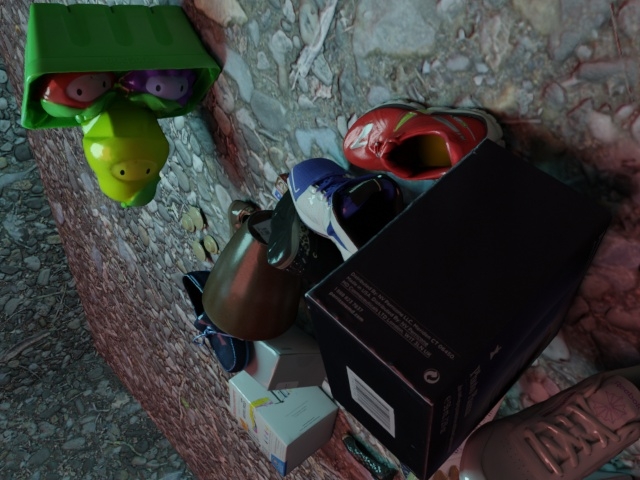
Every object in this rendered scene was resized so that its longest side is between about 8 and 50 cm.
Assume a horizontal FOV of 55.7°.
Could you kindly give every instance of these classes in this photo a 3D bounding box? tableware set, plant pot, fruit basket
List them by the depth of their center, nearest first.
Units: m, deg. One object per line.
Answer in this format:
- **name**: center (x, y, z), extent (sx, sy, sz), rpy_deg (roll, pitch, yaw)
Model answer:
- **fruit basket**: center (-0.402, -0.263, 1.230), extent (0.392, 0.392, 0.283), rpy_deg (61, 148, -1)
- **plant pot**: center (-0.123, 0.056, 1.263), extent (0.215, 0.215, 0.230), rpy_deg (45, 137, 23)
- **tableware set**: center (-0.332, -0.018, 1.655), extent (0.141, 0.020, 0.169), rpy_deg (-10, 105, 55)

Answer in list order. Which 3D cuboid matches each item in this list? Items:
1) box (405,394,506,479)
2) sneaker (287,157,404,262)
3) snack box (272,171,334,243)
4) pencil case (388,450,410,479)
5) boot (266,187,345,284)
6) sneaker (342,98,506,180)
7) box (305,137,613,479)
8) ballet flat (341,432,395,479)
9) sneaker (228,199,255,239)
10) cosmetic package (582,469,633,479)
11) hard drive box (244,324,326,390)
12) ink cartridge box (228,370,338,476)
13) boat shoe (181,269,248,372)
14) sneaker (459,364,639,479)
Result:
- **box**: center (0.200, 0.331, 0.951), extent (0.063, 0.067, 0.324), rpy_deg (27, 97, 6)
- **sneaker**: center (0.056, -0.051, 0.917), extent (0.182, 0.127, 0.316), rpy_deg (85, 159, -50)
- **snack box**: center (-0.030, -0.052, 1.201), extent (0.178, 0.022, 0.064), rpy_deg (50, 148, 16)
- **pencil case**: center (0.154, 0.282, 1.077), extent (0.410, 0.159, 0.183), rpy_deg (62, 158, -2)
- **boot**: center (-0.001, 0.002, 1.103), extent (0.178, 0.236, 0.085), rpy_deg (36, 125, -22)
- **sneaker**: center (0.114, -0.135, 0.842), extent (0.279, 0.118, 0.107), rpy_deg (8, 120, 51)
- **box**: center (0.162, 0.093, 0.733), extent (0.182, 0.294, 0.296), rpy_deg (38, 158, 28)
- **ballet flat**: center (0.113, 0.516, 1.446), extent (0.173, 0.049, 0.057), rpy_deg (34, 172, 41)
- **sneaker**: center (-0.167, 0.000, 1.394), extent (0.071, 0.066, 0.188), rpy_deg (22, 132, 44)
- **cosmetic package**: center (0.338, 0.531, 0.870), extent (0.217, 0.156, 0.385), rpy_deg (-20, 69, 58)
- **hard drive box**: center (-0.116, 0.242, 1.393), extent (0.232, 0.181, 0.089), rpy_deg (29, 102, 41)
- **ink cartridge box**: center (-0.100, 0.432, 1.545), extent (0.232, 0.168, 0.171), rpy_deg (41, 144, 30)
- **boat shoe**: center (-0.245, 0.181, 1.334), extent (0.109, 0.089, 0.258), rpy_deg (-51, 55, 24)
- **sneaker**: center (0.289, 0.221, 0.719), extent (0.114, 0.305, 0.152), rpy_deg (54, 144, 29)
